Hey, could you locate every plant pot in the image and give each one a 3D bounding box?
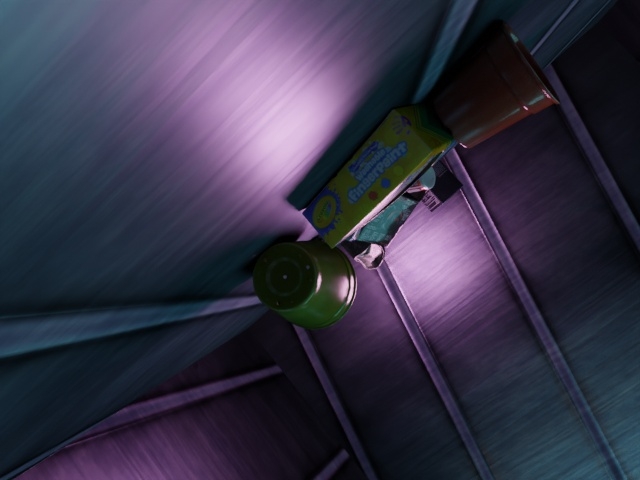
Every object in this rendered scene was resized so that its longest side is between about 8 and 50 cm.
[{"bbox_3d":[0.492,-0.428,1.223,0.265,0.273,0.272,-34,178,36],"label":"plant pot"},{"bbox_3d":[-0.077,0.149,1.573,0.366,0.367,0.353,-41,162,5],"label":"plant pot"}]

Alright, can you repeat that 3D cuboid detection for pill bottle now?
[{"bbox_3d":[0.429,-0.291,2.014,0.121,0.121,0.221,-36,-160,-35],"label":"pill bottle"}]

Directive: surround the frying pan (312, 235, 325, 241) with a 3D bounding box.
[{"bbox_3d":[-0.016,0.011,2.100,0.326,0.053,0.197,-47,171,36],"label":"frying pan"}]

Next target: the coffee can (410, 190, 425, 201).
[{"bbox_3d":[0.428,-0.244,2.268,0.201,0.202,0.275,-39,174,-11],"label":"coffee can"}]

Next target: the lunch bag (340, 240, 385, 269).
[{"bbox_3d":[0.220,0.014,2.256,0.169,0.235,0.287,-40,149,7],"label":"lunch bag"}]

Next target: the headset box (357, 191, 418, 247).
[{"bbox_3d":[0.281,-0.128,1.869,0.217,0.110,0.293,12,119,-38],"label":"headset box"}]

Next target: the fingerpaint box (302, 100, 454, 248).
[{"bbox_3d":[0.203,-0.211,1.338,0.445,0.163,0.371,-45,172,36],"label":"fingerpaint box"}]

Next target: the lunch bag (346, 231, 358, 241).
[{"bbox_3d":[0.142,-0.107,1.726,0.219,0.090,0.176,-70,167,11],"label":"lunch bag"}]

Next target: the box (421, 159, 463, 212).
[{"bbox_3d":[0.683,-0.356,2.579,0.182,0.294,0.296,-40,174,-2],"label":"box"}]
